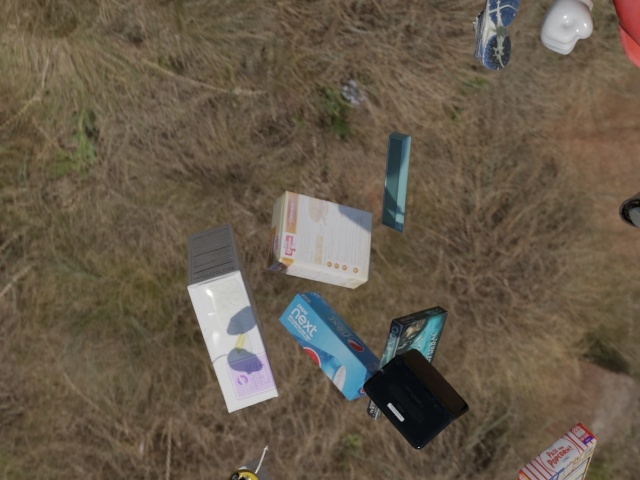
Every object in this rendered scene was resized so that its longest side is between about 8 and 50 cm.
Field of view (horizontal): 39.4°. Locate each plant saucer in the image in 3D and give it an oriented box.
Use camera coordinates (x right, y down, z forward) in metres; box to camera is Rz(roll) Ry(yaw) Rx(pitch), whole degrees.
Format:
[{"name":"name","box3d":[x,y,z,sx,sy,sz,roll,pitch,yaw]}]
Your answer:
[{"name":"plant saucer","box3d":[0.146,-0.114,1.751,0.018,0.067,0.192,-2,105,-26]}]

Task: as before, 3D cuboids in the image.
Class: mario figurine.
[{"name":"mario figurine","box3d":[0.331,-0.255,0.887,0.170,0.320,0.198,34,127,-17]}]

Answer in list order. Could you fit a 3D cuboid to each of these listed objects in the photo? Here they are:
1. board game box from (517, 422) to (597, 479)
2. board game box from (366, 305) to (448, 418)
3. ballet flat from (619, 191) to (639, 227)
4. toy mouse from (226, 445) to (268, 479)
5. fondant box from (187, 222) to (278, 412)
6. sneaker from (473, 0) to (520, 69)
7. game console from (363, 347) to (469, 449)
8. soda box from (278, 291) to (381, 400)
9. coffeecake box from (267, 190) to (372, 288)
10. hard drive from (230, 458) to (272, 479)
[{"name":"board game box","box3d":[0.401,0.419,1.553,0.147,0.045,0.193,-30,142,-22]},{"name":"board game box","box3d":[0.147,0.208,1.524,0.126,0.026,0.186,-11,122,-45]},{"name":"ballet flat","box3d":[0.749,-0.049,1.897,0.106,0.316,0.107,-16,98,-15]},{"name":"toy mouse","box3d":[-0.084,0.363,1.185,0.161,0.031,0.143,-45,112,-2]},{"name":"fondant box","box3d":[-0.164,0.127,1.625,0.096,0.330,0.238,-16,107,-3]},{"name":"sneaker","box3d":[0.239,-0.312,1.260,0.052,0.058,0.135,1,107,-27]},{"name":"game console","box3d":[0.138,0.226,1.288,0.107,0.122,0.071,-40,162,-8]},{"name":"soda box","box3d":[0.022,0.191,1.643,0.067,0.210,0.071,0,132,-56]},{"name":"coffeecake box","box3d":[0.000,0.000,1.701,0.185,0.068,0.142,14,67,-22]},{"name":"hard drive","box3d":[-0.075,0.664,2.040,0.047,0.233,0.353,-35,80,-4]}]
